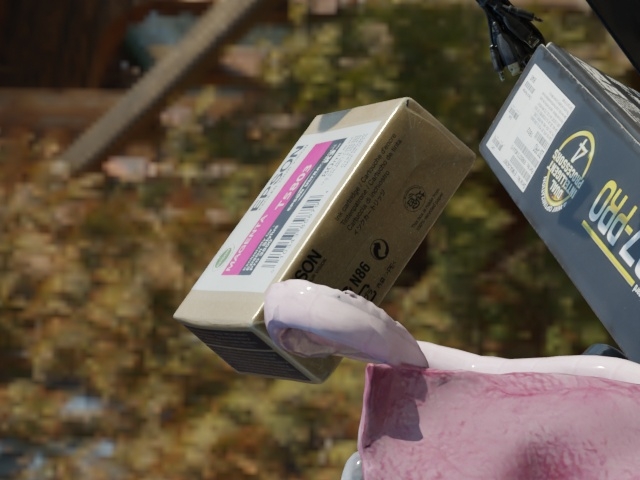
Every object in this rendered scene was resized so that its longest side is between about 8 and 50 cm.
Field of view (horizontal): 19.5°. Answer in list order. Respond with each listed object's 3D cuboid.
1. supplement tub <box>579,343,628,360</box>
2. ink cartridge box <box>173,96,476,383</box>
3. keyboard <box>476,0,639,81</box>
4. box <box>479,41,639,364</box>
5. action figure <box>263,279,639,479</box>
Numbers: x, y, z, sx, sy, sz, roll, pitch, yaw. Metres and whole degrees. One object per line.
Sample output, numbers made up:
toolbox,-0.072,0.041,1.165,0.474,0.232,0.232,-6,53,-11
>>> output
supplement tub,0.209,0.179,1.688,0.198,0.106,0.106,-41,-33,-27
ink cartridge box,0.000,0.000,1.562,0.235,0.088,0.193,-56,19,-15
keyboard,0.153,-0.240,1.290,0.317,0.201,0.033,53,175,-8
box,0.284,0.046,1.051,0.097,0.318,0.395,-60,22,15
action figure,0.198,0.105,0.727,0.248,0.370,0.276,27,-135,-68
